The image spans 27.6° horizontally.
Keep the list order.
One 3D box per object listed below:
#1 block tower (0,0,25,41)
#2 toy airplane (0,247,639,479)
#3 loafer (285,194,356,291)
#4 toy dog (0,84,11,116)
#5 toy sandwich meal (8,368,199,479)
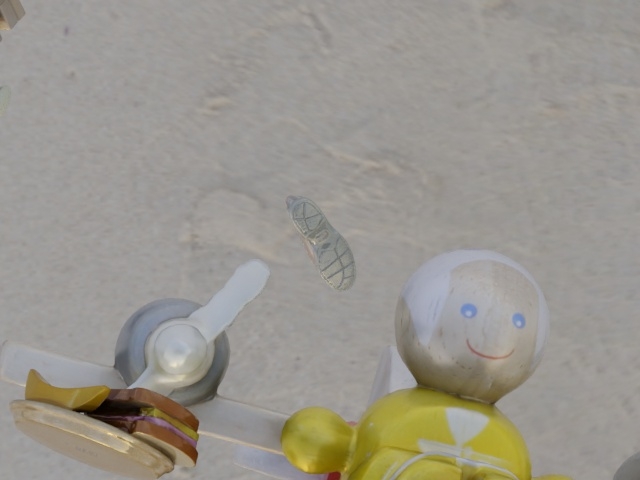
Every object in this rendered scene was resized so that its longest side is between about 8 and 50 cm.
[{"bbox_3d":[-0.398,-0.169,1.223,0.097,0.335,0.091,0,131,26],"label":"block tower"},{"bbox_3d":[0.062,0.128,0.767,0.384,0.386,0.272,28,108,39],"label":"toy airplane"},{"bbox_3d":[0.000,0.000,1.437,0.045,0.039,0.125,-34,116,-8],"label":"loafer"},{"bbox_3d":[-0.566,-0.325,1.642,0.396,0.284,0.407,9,58,2],"label":"toy dog"},{"bbox_3d":[-0.095,0.079,0.570,0.086,0.085,0.029,10,66,25],"label":"toy sandwich meal"}]
